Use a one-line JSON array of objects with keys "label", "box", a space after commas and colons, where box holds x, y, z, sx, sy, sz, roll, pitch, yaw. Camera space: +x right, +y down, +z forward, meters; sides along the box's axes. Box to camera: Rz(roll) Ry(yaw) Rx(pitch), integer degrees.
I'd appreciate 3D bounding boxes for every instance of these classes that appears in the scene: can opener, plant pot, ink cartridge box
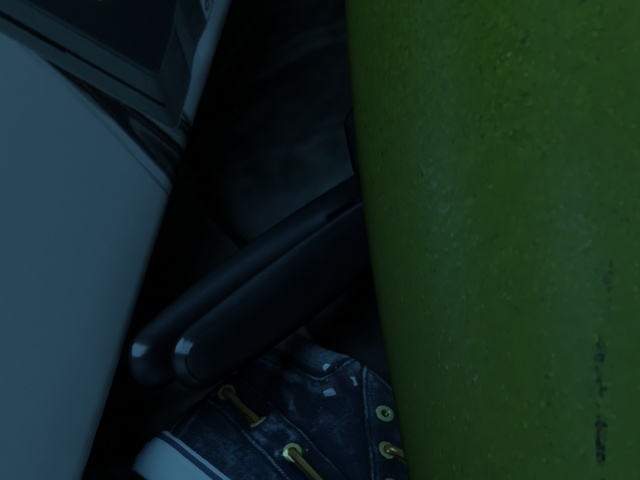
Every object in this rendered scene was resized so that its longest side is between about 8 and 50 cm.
[{"label": "can opener", "box": [0.000, 0.000, 0.695, 0.186, 0.073, 0.059, -39, 13, -30]}, {"label": "plant pot", "box": [0.128, 0.032, 0.560, 0.275, 0.275, 0.293, 1, 75, 19]}, {"label": "ink cartridge box", "box": [-0.195, -0.078, 0.733, 0.285, 0.166, 0.395, -8, 55, 37]}]

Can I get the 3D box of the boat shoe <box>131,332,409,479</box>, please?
[{"label": "boat shoe", "box": [0.019, 0.098, 0.652, 0.183, 0.065, 0.083, 33, 73, 33]}]
